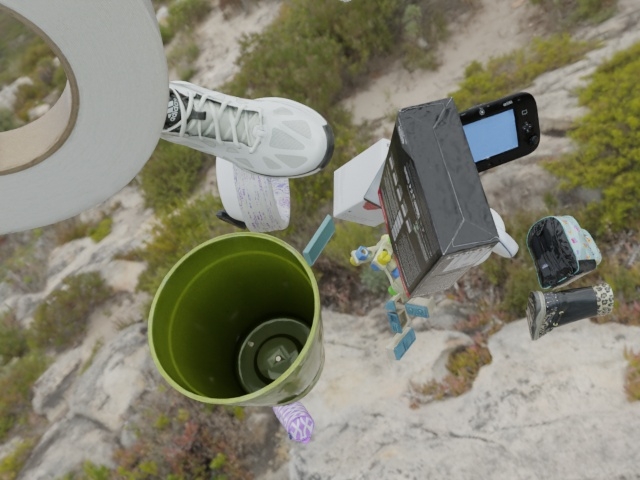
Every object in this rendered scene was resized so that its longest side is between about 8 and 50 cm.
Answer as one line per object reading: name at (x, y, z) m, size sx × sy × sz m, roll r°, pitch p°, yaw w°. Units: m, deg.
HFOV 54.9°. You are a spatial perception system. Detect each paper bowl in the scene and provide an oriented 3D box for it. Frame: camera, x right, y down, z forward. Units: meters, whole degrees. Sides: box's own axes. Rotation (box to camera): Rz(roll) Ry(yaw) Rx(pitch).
paper bowl at (-0.174, -0.160, 1.584) m, size 0.148 × 0.284 × 0.284 m, roll -6°, pitch 31°, yaw 6°

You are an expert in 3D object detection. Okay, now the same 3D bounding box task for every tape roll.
tape roll at (-0.344, -0.160, 0.594) m, size 0.392 × 0.392 × 0.072 m, roll -30°, pitch 51°, yaw 10°

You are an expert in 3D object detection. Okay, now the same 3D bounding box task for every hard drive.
hard drive at (0.162, -0.123, 1.272) m, size 0.135 × 0.094 × 0.022 m, roll -60°, pitch -13°, yaw -8°

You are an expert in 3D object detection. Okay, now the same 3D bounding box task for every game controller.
game controller at (0.410, -0.260, 1.556) m, size 0.319 × 0.167 × 0.067 m, roll -21°, pitch 31°, yaw -12°

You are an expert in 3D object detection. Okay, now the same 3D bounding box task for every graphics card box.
graphics card box at (0.179, -0.049, 1.039) m, size 0.094 × 0.233 × 0.371 m, roll -13°, pitch -15°, yaw -2°

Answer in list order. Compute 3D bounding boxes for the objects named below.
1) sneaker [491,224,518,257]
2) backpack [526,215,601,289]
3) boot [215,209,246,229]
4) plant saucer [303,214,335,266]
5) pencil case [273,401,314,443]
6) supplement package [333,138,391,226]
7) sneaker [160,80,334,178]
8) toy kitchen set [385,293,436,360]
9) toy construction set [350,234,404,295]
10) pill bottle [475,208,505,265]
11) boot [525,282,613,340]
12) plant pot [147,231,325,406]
sneaker at (0.304, -0.020, 1.350) m, size 0.091 × 0.258 × 0.094 m, roll -60°, pitch -3°, yaw -5°
backpack at (0.678, 0.024, 1.736) m, size 0.144 × 0.189 × 0.166 m, roll -11°, pitch -22°, yaw -27°
boot at (-0.239, -0.094, 1.770) m, size 0.045 × 0.121 × 0.099 m, roll 9°, pitch 77°, yaw 44°
plant saucer at (0.000, 0.000, 1.992) m, size 0.018 × 0.067 × 0.192 m, roll 6°, pitch 44°, yaw 31°
pencil case at (-0.080, 0.526, 1.836) m, size 0.086 × 0.088 × 0.206 m, roll -29°, pitch 15°, yaw -12°
supplement package at (0.191, -0.181, 2.024) m, size 0.293 × 0.177 × 0.175 m, roll -29°, pitch 54°, yaw 55°
sneaker at (-0.211, -0.214, 1.194) m, size 0.447 × 0.169 × 0.257 m, roll 16°, pitch 15°, yaw 19°
toy kitchen set at (0.296, 0.288, 2.011) m, size 0.166 × 0.207 × 0.122 m, roll 7°, pitch 37°, yaw 41°
toy construction set at (0.246, 0.014, 1.608) m, size 0.327 × 0.215 × 0.151 m, roll -44°, pitch -5°, yaw -29°
pill bottle at (0.409, 0.005, 1.865) m, size 0.176 × 0.176 × 0.318 m, roll -48°, pitch 5°, yaw -25°
boot at (0.586, 0.173, 1.465) m, size 0.178 × 0.236 × 0.085 m, roll -10°, pitch 62°, yaw 11°
plant pot at (-0.141, 0.221, 1.399) m, size 0.366 × 0.353 × 0.367 m, roll -6°, pitch 63°, yaw 12°
